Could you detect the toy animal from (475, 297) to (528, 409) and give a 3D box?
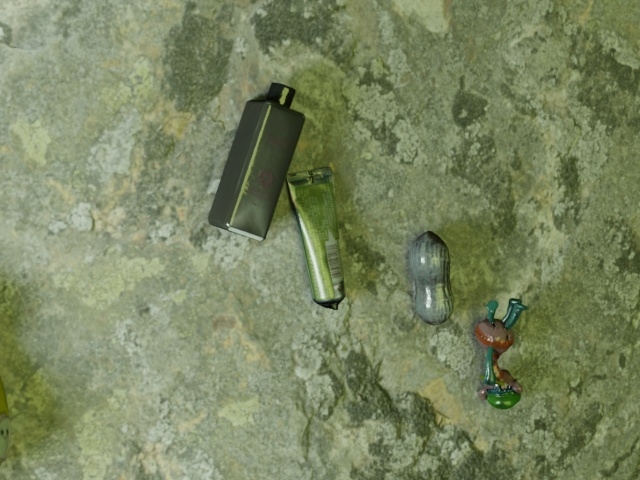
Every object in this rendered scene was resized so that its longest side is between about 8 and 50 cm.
[{"bbox_3d":[0.321,0.204,2.186,0.103,0.100,0.208,-37,135,-62],"label":"toy animal"}]

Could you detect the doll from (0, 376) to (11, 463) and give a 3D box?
[{"bbox_3d":[-0.512,0.234,1.719,0.199,0.145,0.362,7,83,-69],"label":"doll"}]

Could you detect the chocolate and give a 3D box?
[{"bbox_3d":[0.193,0.066,2.113,0.072,0.072,0.167,-13,105,-27],"label":"chocolate"}]

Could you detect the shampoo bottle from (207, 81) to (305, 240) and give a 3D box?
[{"bbox_3d":[-0.095,-0.127,1.917,0.080,0.079,0.246,19,87,-31],"label":"shampoo bottle"}]

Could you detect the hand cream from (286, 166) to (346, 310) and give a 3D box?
[{"bbox_3d":[0.000,0.000,2.013,0.086,0.055,0.235,-13,96,-30],"label":"hand cream"}]
